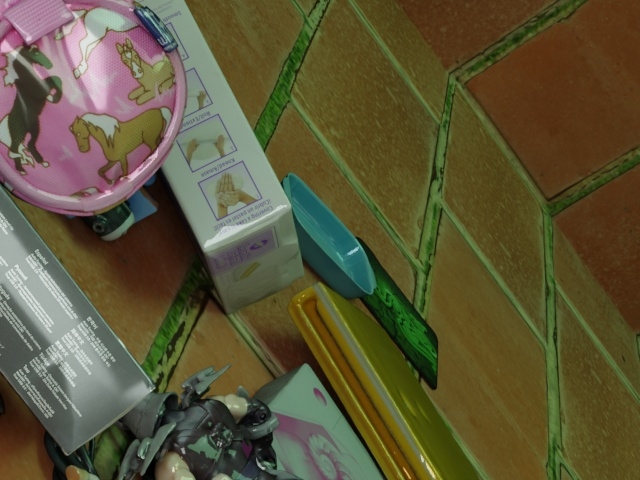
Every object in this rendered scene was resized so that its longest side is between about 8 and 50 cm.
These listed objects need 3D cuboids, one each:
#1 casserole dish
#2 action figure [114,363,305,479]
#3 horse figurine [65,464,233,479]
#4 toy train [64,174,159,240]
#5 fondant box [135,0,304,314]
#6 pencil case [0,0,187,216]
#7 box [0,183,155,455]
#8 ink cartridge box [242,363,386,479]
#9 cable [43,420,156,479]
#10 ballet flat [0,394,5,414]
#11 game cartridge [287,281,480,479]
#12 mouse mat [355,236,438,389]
[{"bbox_3d":[0.000,0.000,2.101,0.188,0.037,0.114,45,21,-31],"label":"casserole dish"},{"bbox_3d":[-0.047,0.202,1.332,0.285,0.099,0.185,35,46,2],"label":"action figure"},{"bbox_3d":[-0.120,0.268,1.167,0.174,0.066,0.263,36,55,-51],"label":"horse figurine"},{"bbox_3d":[-0.221,-0.077,1.580,0.184,0.080,0.105,53,26,-22],"label":"toy train"},{"bbox_3d":[-0.132,-0.115,1.710,0.330,0.096,0.238,61,-6,16],"label":"fondant box"},{"bbox_3d":[-0.229,-0.141,1.316,0.160,0.167,0.386,23,4,-27],"label":"pencil case"},{"bbox_3d":[-0.241,-0.002,1.189,0.307,0.076,0.242,53,-10,-4],"label":"box"},{"bbox_3d":[0.019,0.297,1.586,0.324,0.071,0.330,56,16,-4],"label":"ink cartridge box"},{"bbox_3d":[-0.159,0.174,1.372,0.150,0.047,0.184,47,19,-47],"label":"cable"},{"bbox_3d":[-0.304,0.035,1.206,0.250,0.058,0.084,56,-9,-24],"label":"ballet flat"},{"bbox_3d":[0.089,0.197,1.884,0.285,0.053,0.324,59,5,18],"label":"game cartridge"},{"bbox_3d":[0.097,0.091,2.254,0.189,0.007,0.152,53,18,-17],"label":"mouse mat"}]
